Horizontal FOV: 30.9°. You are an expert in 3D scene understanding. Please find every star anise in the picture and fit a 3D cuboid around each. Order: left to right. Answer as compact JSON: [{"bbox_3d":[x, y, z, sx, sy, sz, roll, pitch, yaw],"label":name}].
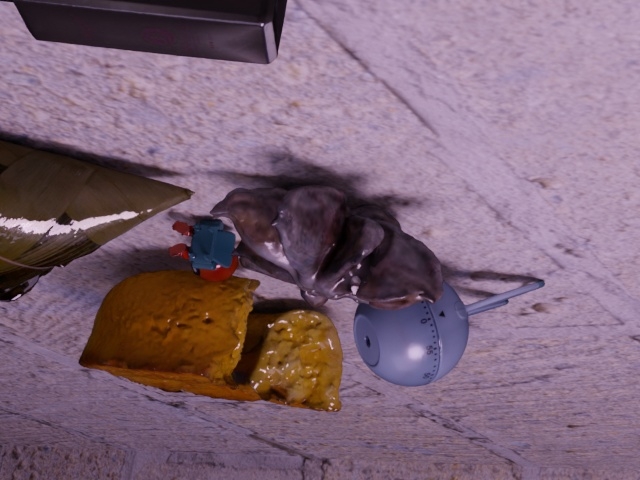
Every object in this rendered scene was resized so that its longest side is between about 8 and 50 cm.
[{"bbox_3d":[0.000,0.000,1.419,0.359,0.139,0.316,16,158,28],"label":"star anise"}]

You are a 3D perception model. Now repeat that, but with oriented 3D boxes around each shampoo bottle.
[{"bbox_3d":[-0.153,-0.204,0.946,0.246,0.079,0.080,7,160,5],"label":"shampoo bottle"}]

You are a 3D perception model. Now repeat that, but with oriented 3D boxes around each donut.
[{"bbox_3d":[-0.186,0.155,1.819,0.377,0.163,0.435,2,167,29],"label":"donut"}]

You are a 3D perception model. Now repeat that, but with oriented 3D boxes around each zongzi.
[{"bbox_3d":[-0.350,-0.077,1.348,0.317,0.154,0.289,-20,148,16],"label":"zongzi"}]

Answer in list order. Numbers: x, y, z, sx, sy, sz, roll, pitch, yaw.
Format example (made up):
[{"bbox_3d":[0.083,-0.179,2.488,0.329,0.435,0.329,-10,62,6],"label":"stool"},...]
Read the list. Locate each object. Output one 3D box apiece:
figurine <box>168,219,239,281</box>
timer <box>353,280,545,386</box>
[{"bbox_3d":[-0.150,0.016,1.588,0.075,0.068,0.140,5,166,16],"label":"figurine"},{"bbox_3d":[0.158,0.091,1.597,0.175,0.255,0.175,39,154,23],"label":"timer"}]
